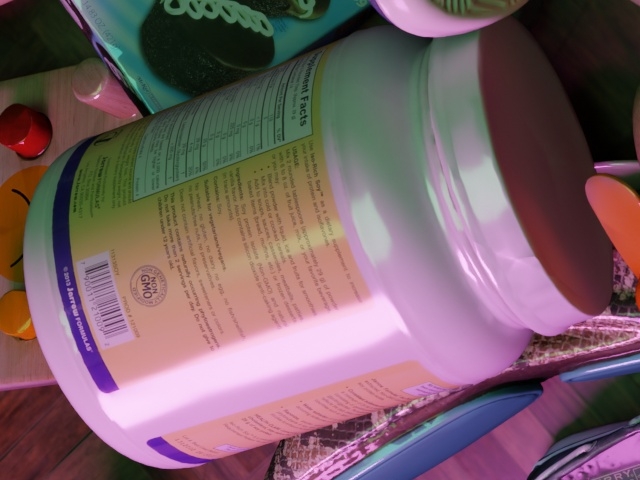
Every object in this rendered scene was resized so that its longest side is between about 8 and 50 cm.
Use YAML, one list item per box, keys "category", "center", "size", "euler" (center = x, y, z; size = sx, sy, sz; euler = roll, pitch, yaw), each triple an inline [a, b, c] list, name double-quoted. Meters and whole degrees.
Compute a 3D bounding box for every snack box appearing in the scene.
- category: "snack box"
  center: [-0.128, -0.250, 1.357]
  size: [0.187, 0.060, 0.322]
  euler: [-35, 86, -10]

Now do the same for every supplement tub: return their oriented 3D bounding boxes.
- category: "supplement tub"
  center: [0.000, 0.000, 1.203]
  size: [0.331, 0.241, 0.241]
  euler: [-19, 95, 24]

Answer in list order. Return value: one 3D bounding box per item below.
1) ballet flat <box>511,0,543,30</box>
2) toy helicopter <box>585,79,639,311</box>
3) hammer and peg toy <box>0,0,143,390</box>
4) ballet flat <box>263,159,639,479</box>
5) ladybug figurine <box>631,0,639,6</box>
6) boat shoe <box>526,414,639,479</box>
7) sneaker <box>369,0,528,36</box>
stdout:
- category: "ballet flat"
  center: [0.072, -0.225, 1.317]
  size: [0.213, 0.068, 0.072]
  euler: [43, 117, 10]
- category: "toy helicopter"
  center: [0.295, 0.033, 1.102]
  size: [0.355, 0.235, 0.140]
  euler: [66, 158, 6]
- category: "hammer and peg toy"
  center: [-0.229, -0.061, 1.459]
  size: [0.266, 0.127, 0.361]
  euler: [-10, 73, 27]
- category: "ballet flat"
  center: [0.144, 0.055, 1.322]
  size: [0.483, 0.164, 0.182]
  euler: [-25, 75, 22]
- category: "ladybug figurine"
  center: [0.318, -0.305, 1.052]
  size: [0.449, 0.162, 0.305]
  euler: [-36, 53, 13]
- category: "boat shoe"
  center: [0.271, 0.153, 1.300]
  size: [0.301, 0.102, 0.108]
  euler: [-22, 93, 29]
- category: "sneaker"
  center: [0.073, -0.230, 1.172]
  size: [0.148, 0.350, 0.131]
  euler: [-9, 120, 33]
